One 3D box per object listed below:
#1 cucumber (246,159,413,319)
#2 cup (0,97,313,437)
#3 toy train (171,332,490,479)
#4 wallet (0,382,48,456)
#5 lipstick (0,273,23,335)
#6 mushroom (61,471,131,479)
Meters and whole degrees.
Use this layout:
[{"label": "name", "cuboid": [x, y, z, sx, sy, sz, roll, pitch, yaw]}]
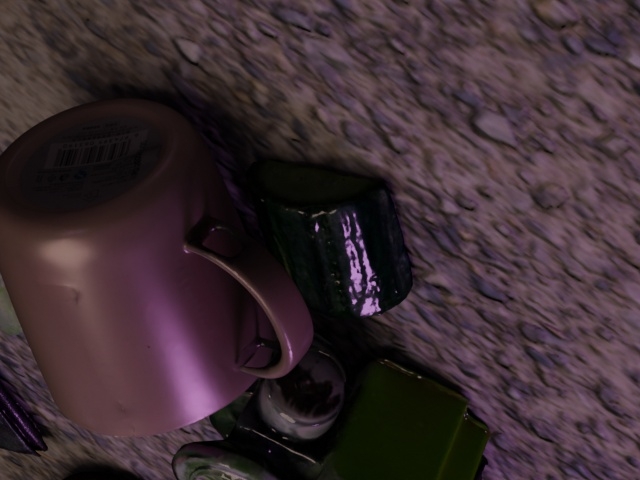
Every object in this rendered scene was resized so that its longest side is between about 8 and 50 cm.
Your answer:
[{"label": "cucumber", "cuboid": [0.000, 0.000, 1.222, 0.116, 0.062, 0.115, 11, 136, 28]}, {"label": "cup", "cuboid": [-0.123, 0.020, 1.231, 0.253, 0.191, 0.200, 16, 139, 33]}, {"label": "toy train", "cuboid": [0.000, 0.213, 1.389, 0.249, 0.173, 0.307, 26, 145, 1]}, {"label": "wallet", "cuboid": [-0.372, 0.167, 1.758, 0.111, 0.030, 0.166, 3, 133, 44]}, {"label": "lipstick", "cuboid": [-0.331, -0.045, 1.428, 0.076, 0.076, 0.304, 0, 133, 40]}, {"label": "mushroom", "cuboid": [-0.228, 0.356, 1.770, 0.231, 0.138, 0.194, 9, 138, 32]}]
